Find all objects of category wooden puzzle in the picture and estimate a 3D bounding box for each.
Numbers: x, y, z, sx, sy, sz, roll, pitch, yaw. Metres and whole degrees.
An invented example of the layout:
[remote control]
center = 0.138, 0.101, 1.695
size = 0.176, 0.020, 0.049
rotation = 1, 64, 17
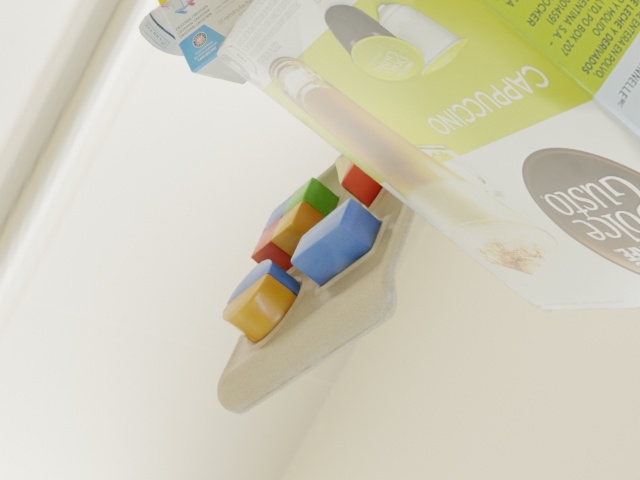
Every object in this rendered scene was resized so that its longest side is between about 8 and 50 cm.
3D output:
[wooden puzzle]
center = 0.000, 0.000, 1.331
size = 0.322, 0.080, 0.348
rotation = -37, -155, 42

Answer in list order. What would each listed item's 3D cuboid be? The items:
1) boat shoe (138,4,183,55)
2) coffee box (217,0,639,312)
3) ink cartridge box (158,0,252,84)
[boat shoe]
center = -0.155, -0.278, 1.461
size = 0.083, 0.226, 0.076
rotation = 44, -74, 0
[coffee box]
center = 0.189, -0.180, 0.741
size = 0.338, 0.334, 0.337
rotation = -54, -170, -12
[ink cartridge box]
center = -0.084, -0.222, 0.972
size = 0.092, 0.090, 0.143
rotation = -32, -102, 24
